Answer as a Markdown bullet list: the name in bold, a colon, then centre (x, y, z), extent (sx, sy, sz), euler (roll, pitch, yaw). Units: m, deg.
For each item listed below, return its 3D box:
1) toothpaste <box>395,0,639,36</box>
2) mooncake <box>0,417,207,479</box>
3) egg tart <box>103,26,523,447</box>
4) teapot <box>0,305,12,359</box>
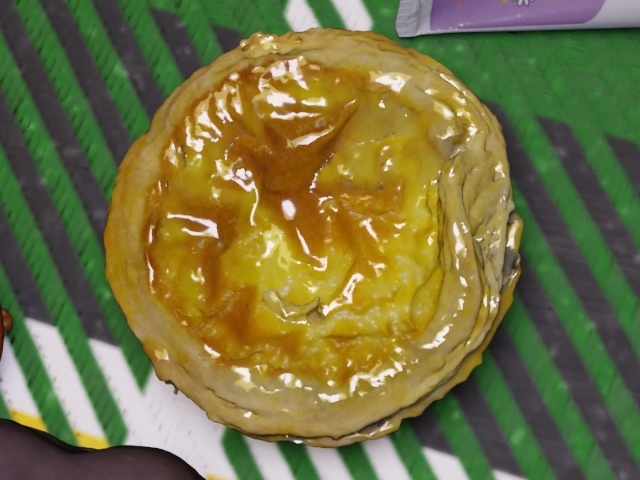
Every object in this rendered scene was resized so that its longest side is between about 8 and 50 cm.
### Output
- **toothpaste**: centre (0.194, -0.167, 1.121), extent (0.299, 0.073, 0.114), euler (4, 74, 17)
- **mooncake**: centre (-0.149, 0.241, 0.993), extent (0.306, 0.154, 0.306), euler (1, 77, -2)
- **egg tart**: centre (0.000, 0.000, 1.076), extent (0.241, 0.106, 0.241), euler (-3, 75, 10)
- **teapot**: centre (-0.227, 0.056, 1.096), extent (0.116, 0.116, 0.173), euler (1, 97, 8)
